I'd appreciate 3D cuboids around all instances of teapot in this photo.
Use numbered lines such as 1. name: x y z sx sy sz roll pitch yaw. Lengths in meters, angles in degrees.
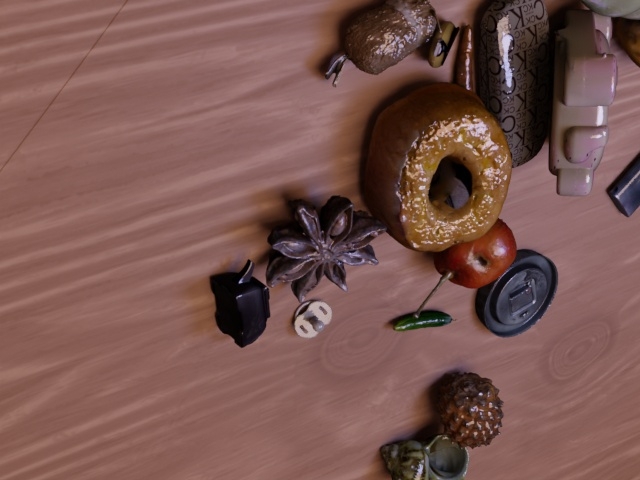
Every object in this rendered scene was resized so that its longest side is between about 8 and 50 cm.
1. teapot: -0.135 0.116 1.656 0.096 0.087 0.177 -25 128 -31

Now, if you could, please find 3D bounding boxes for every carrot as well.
1. carrot: 0.272 -0.326 1.693 0.036 0.035 0.165 -17 121 -24

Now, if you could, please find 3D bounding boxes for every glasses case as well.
1. glasses case: 0.376 -0.303 1.737 0.137 0.085 0.354 -26 127 -22

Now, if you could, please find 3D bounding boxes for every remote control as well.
1. remote control: 0.823 -0.221 2.098 0.377 0.044 0.107 -48 135 0

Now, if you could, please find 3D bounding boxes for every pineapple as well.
1. pineapple: 0.347 0.403 2.074 0.166 0.166 0.193 -22 122 -20

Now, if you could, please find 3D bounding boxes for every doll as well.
1. doll: 0.098 -0.345 1.530 0.221 0.115 0.105 -29 123 -5

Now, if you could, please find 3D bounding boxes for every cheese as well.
1. cheese: 0.211 -0.341 1.578 0.036 0.162 0.086 24 109 3

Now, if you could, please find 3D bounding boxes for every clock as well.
1. clock: 0.449 0.121 2.055 0.215 0.042 0.215 -15 123 -25
2. clock: 0.503 -0.264 1.741 0.114 0.284 0.309 2 127 11

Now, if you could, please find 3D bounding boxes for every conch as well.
1. conch: 0.236 0.522 2.102 0.181 0.124 0.187 40 71 -33

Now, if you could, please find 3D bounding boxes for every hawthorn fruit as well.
1. hawthorn fruit: 0.275 0.063 1.823 0.285 0.165 0.165 -46 131 -15

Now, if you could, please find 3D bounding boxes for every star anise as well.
1. star anise: 0.000 -0.001 1.660 0.223 0.109 0.236 -7 137 -15

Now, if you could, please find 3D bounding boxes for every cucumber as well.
1. cucumber: 0.223 0.173 1.944 0.168 0.039 0.039 -6 119 -27

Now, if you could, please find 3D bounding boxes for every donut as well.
1. donut: 0.221 -0.129 1.685 0.299 0.150 0.317 -40 126 6

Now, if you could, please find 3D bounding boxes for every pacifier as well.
1. pacifier: -0.013 0.157 1.767 0.083 0.064 0.068 -44 113 -4

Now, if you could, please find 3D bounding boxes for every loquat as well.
1. loquat: 0.699 -0.433 1.821 0.234 0.176 0.187 19 88 -41

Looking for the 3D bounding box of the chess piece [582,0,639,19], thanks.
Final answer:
1. chess piece: 0.419 -0.516 1.565 0.442 0.234 0.234 -3 118 -28
